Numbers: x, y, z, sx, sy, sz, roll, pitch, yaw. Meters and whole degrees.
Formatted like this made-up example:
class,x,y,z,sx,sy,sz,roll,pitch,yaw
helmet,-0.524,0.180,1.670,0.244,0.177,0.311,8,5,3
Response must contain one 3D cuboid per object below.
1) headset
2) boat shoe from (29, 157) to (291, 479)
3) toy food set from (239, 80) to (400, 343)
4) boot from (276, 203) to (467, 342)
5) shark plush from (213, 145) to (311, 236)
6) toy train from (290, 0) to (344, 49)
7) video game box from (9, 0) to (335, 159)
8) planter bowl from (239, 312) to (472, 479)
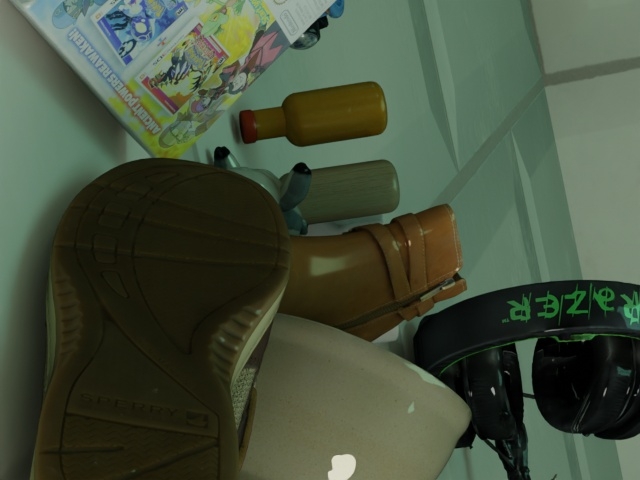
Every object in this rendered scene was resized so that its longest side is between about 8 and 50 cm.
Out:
class,x,y,z,sx,sy,sz,roll,pitch,yaw
headset,0.206,0.152,1.852,0.394,0.243,0.185,100,-13,-69
boat shoe,-0.089,0.082,0.996,0.342,0.123,0.123,-89,-167,-55
toy food set,0.000,0.000,1.462,0.232,0.105,0.111,91,-12,-47
boot,0.017,0.010,1.290,0.197,0.152,0.073,71,-3,-65
shark plush,-0.048,0.001,1.346,0.161,0.073,0.067,85,29,-55
toy train,-0.032,-0.237,1.480,0.105,0.080,0.184,33,48,-63
video game box,-0.067,-0.154,1.086,0.048,0.187,0.205,40,-6,27
planter bowl,-0.002,0.127,1.220,0.109,0.162,0.162,-65,154,-17
